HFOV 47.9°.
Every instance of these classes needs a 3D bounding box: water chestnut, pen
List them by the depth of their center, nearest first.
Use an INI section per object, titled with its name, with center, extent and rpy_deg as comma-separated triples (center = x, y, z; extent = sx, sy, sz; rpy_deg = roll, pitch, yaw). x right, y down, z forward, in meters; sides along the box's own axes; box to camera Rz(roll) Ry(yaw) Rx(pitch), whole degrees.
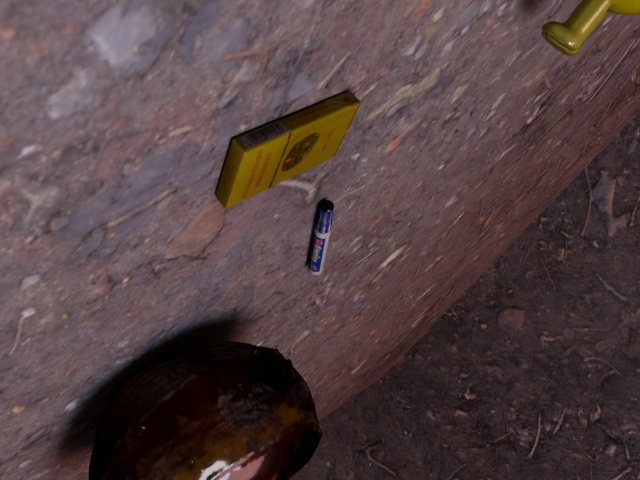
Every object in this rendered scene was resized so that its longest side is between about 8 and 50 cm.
[water chestnut]
center = -0.140, 0.306, 0.983
extent = 0.350, 0.302, 0.350
rpy_deg = -36, 158, -17
[pen]
center = 0.000, 0.000, 1.012
extent = 0.025, 0.025, 0.204
rpy_deg = -36, 162, -19

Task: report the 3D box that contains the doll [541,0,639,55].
[doll]
center = 0.388, -0.357, 0.780
extent = 0.363, 0.145, 0.199
rpy_deg = -51, 175, 19

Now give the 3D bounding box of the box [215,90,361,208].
[box]
center = -0.031, -0.092, 0.717
extent = 0.155, 0.023, 0.087
rpy_deg = -29, 157, -36
